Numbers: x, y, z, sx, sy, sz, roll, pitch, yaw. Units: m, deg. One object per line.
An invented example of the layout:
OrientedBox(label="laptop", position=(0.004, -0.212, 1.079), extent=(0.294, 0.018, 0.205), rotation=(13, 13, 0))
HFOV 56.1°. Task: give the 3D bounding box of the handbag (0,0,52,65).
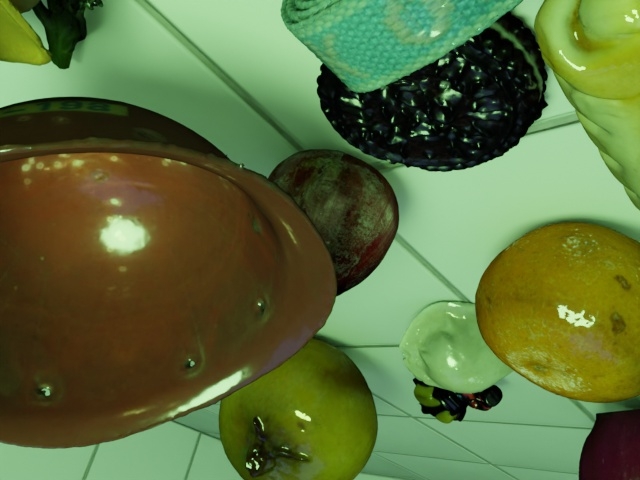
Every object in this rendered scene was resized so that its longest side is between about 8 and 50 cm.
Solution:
OrientedBox(label="handbag", position=(-0.340, -0.267, 0.328), extent=(0.283, 0.133, 0.401), rotation=(30, 156, 23))

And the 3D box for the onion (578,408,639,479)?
OrientedBox(label="onion", position=(0.643, 0.498, 1.023), extent=(0.399, 0.419, 0.398), rotation=(11, 163, 3))

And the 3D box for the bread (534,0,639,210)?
OrientedBox(label="bread", position=(0.278, -0.090, 0.408), extent=(0.173, 0.121, 0.311), rotation=(-6, 146, 42))

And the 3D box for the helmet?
OrientedBox(label="helmet", position=(-0.202, -0.002, 0.562), extent=(0.385, 0.230, 0.337), rotation=(-13, 132, -10))

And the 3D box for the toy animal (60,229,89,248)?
OrientedBox(label="toy animal", position=(-0.322, -0.029, 0.762), extent=(0.184, 0.185, 0.104), rotation=(-1, 151, 29))

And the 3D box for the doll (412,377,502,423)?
OrientedBox(label="doll", position=(0.264, 0.315, 1.230), extent=(0.088, 0.126, 0.249), rotation=(-12, 166, -25))

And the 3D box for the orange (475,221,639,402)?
OrientedBox(label="orange", position=(0.284, 0.077, 0.675), extent=(0.224, 0.170, 0.224), rotation=(32, 157, 15))

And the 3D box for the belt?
OrientedBox(label="belt", position=(0.052, -0.168, 0.358), extent=(0.163, 0.147, 0.082), rotation=(-36, 125, 21))

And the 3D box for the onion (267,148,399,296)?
OrientedBox(label="onion", position=(0.000, 0.000, 0.642), extent=(0.160, 0.194, 0.159), rotation=(11, 147, 7))

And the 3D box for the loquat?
OrientedBox(label="loquat", position=(-0.037, 0.341, 1.223), extent=(0.329, 0.359, 0.328), rotation=(8, 108, 25))

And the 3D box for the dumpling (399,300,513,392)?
OrientedBox(label="dumpling", position=(0.224, 0.159, 0.947), extent=(0.155, 0.181, 0.111), rotation=(63, 172, -19))

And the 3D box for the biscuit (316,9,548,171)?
OrientedBox(label="biscuit", position=(0.091, -0.126, 0.510), extent=(0.195, 0.053, 0.194), rotation=(12, 154, 6))

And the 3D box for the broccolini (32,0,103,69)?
OrientedBox(label="broccolini", position=(-0.223, -0.217, 0.521), extent=(0.091, 0.068, 0.203), rotation=(37, 164, -13))
